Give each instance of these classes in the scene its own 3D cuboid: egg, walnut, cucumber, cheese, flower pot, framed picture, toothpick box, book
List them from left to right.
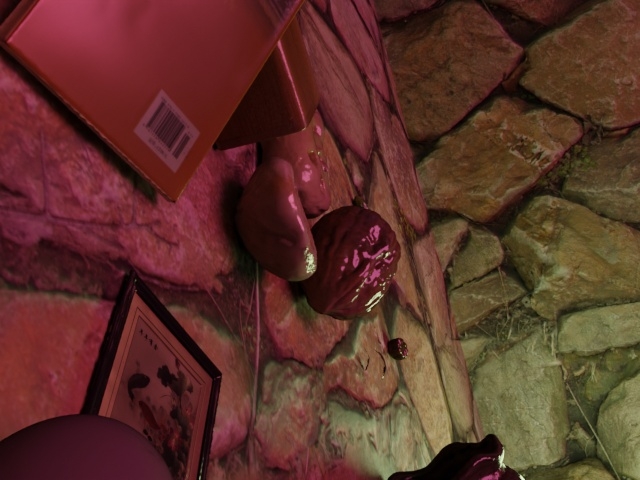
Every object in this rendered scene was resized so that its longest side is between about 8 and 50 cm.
[{"bbox_3d":[-0.163,0.193,0.408,0.199,0.146,0.146,-62,134,-57],"label":"egg"},{"bbox_3d":[-0.159,0.160,0.690,0.199,0.010,0.195,-88,156,-46],"label":"framed picture"},{"bbox_3d":[-0.140,-0.261,0.744,0.374,0.028,0.262,-62,142,-18],"label":"book"},{"bbox_3d":[-0.120,-0.304,0.961,0.187,0.190,0.308,-77,152,-59],"label":"toothpick box"},{"bbox_3d":[-0.044,-0.173,1.221,0.159,0.093,0.263,45,33,-61],"label":"cheese"},{"bbox_3d":[0.045,0.042,1.194,0.178,0.178,0.230,64,38,-31],"label":"walnut"},{"bbox_3d":[0.121,-0.045,1.736,0.037,0.037,0.155,-78,148,-57],"label":"cucumber"},{"bbox_3d":[0.247,0.512,1.271,0.213,0.302,0.302,64,15,11],"label":"flower pot"}]

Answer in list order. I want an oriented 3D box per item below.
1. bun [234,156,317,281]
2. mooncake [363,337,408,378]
[{"bbox_3d":[-0.069,-0.027,0.990,0.183,0.102,0.183,164,-90,-88],"label":"bun"},{"bbox_3d":[0.144,0.254,1.534,0.150,0.057,0.347,59,12,-6],"label":"mooncake"}]
